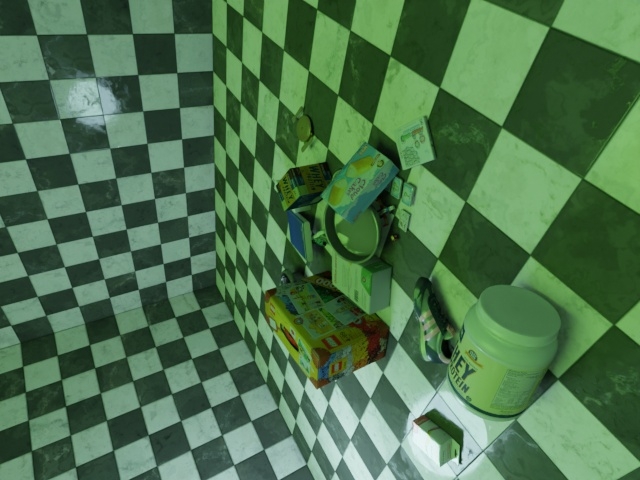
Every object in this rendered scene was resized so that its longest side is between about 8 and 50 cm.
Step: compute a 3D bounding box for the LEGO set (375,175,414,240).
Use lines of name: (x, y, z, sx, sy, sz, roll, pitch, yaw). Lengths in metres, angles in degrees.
LEGO set: (0.260, -0.121, 1.566, 0.182, 0.060, 0.245, 47, 143, 47)

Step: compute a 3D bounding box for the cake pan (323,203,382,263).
cake pan: (0.131, -0.054, 1.682, 0.293, 0.054, 0.294, 19, 118, 41)

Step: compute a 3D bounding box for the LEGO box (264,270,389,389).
LEGO box: (0.014, 0.386, 1.940, 0.500, 0.372, 0.193, 40, 137, 46)

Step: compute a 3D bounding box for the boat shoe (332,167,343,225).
boat shoe: (0.091, -0.155, 1.809, 0.113, 0.127, 0.341, -74, -17, -62)

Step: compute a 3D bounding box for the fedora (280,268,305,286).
fedora: (-0.140, 0.291, 2.435, 0.244, 0.124, 0.276, 106, 147, -42)

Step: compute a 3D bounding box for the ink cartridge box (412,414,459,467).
ink cartridge box: (0.457, 0.809, 1.668, 0.198, 0.067, 0.116, 24, 124, 55)

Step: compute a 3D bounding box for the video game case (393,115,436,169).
video game case: (0.314, -0.323, 1.401, 0.157, 0.019, 0.143, -10, 96, 62)

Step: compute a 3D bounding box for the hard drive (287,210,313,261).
hard drive: (-0.113, -0.037, 2.232, 0.318, 0.040, 0.211, -137, 39, -65)

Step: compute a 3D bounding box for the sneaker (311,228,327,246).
sneaker: (0.000, 0.000, 2.101, 0.076, 0.064, 0.166, 65, 153, 7)

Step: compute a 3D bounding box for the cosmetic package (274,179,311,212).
cosmetic package: (-0.147, -0.242, 2.204, 0.239, 0.098, 0.061, 49, 144, 38)

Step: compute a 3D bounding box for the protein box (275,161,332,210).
protein box: (-0.072, -0.250, 1.952, 0.201, 0.199, 0.136, -34, 74, 60)

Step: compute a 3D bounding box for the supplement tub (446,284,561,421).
supplement tub: (0.499, 0.310, 1.157, 0.235, 0.235, 0.325, 43, 139, 44)

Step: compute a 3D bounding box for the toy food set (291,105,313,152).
toy food set: (-0.074, -0.532, 1.997, 0.132, 0.038, 0.192, -37, 66, 53)

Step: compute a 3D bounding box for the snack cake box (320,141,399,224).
snack cake box: (0.143, -0.211, 1.544, 0.264, 0.089, 0.152, -50, 48, 9)

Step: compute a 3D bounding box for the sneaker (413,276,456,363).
sneaker: (0.412, 0.281, 1.467, 0.131, 0.112, 0.320, 0, 107, 44)

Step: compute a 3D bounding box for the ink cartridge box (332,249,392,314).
ink cartridge box: (0.172, 0.153, 1.801, 0.278, 0.116, 0.202, 36, 134, 49)
